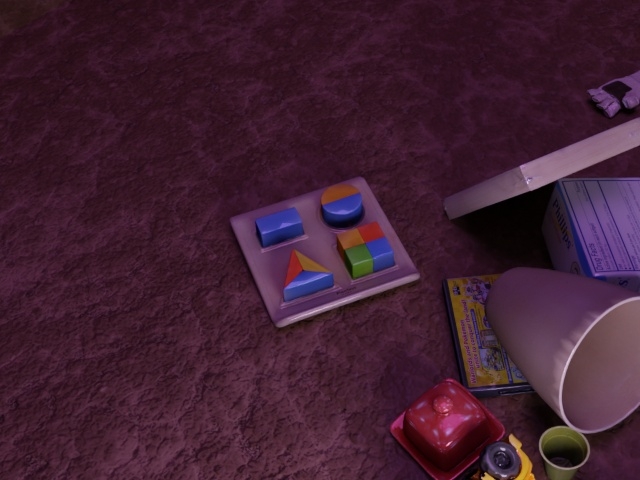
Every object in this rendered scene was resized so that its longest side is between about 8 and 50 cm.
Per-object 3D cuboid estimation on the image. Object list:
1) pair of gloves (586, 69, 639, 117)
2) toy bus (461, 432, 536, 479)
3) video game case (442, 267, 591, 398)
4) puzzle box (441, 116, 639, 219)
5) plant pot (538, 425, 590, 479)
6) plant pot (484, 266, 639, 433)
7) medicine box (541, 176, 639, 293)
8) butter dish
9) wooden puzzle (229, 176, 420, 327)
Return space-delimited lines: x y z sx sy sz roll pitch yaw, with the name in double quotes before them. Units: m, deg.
"pair of gloves" 0.778 -0.323 2.253 0.204 0.042 0.240 -24 50 -16
"toy bus" 0.301 0.454 1.516 0.211 0.149 0.220 36 56 17
"video game case" 0.378 0.174 1.834 0.248 0.035 0.275 -6 47 1
"puzzle box" 0.436 -0.137 1.913 0.272 0.409 0.052 -22 89 -14
"plant pot" 0.410 0.372 1.612 0.083 0.079 0.083 -3 47 3
"plant pot" 0.424 0.160 1.678 0.256 0.257 0.274 -29 34 -19
"medicine box" 0.614 0.016 1.854 0.289 0.149 0.264 -1 46 -5
"butter dish" 0.218 0.311 1.657 0.160 0.118 0.160 -35 53 -15
"wooden puzzle" 0.000 0.000 2.009 0.322 0.081 0.348 -19 47 -11
